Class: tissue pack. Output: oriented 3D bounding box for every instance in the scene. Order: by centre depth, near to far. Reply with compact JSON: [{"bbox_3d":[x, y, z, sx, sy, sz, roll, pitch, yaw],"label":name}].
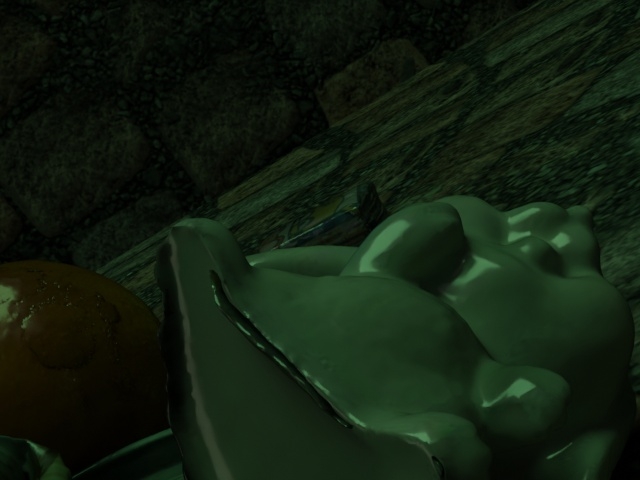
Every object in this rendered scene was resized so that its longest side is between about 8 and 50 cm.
[{"bbox_3d":[0.000,0.000,1.717,0.155,0.065,0.115,-27,10,17],"label":"tissue pack"}]

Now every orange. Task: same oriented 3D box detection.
[{"bbox_3d":[-0.240,0.131,1.292,0.240,0.240,0.240,-30,10,6],"label":"orange"}]

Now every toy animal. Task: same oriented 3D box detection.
[{"bbox_3d":[0.057,0.087,0.767,0.289,0.174,0.249,1,38,-27],"label":"toy animal"}]

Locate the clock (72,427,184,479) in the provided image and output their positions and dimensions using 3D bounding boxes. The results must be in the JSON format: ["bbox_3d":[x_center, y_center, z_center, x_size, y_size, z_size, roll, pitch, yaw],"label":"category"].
[{"bbox_3d":[-0.161,0.234,1.045,0.325,0.067,0.325,-29,10,6],"label":"clock"}]

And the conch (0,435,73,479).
[{"bbox_3d":[-0.211,0.187,0.935,0.135,0.102,0.153,-17,45,7],"label":"conch"}]
